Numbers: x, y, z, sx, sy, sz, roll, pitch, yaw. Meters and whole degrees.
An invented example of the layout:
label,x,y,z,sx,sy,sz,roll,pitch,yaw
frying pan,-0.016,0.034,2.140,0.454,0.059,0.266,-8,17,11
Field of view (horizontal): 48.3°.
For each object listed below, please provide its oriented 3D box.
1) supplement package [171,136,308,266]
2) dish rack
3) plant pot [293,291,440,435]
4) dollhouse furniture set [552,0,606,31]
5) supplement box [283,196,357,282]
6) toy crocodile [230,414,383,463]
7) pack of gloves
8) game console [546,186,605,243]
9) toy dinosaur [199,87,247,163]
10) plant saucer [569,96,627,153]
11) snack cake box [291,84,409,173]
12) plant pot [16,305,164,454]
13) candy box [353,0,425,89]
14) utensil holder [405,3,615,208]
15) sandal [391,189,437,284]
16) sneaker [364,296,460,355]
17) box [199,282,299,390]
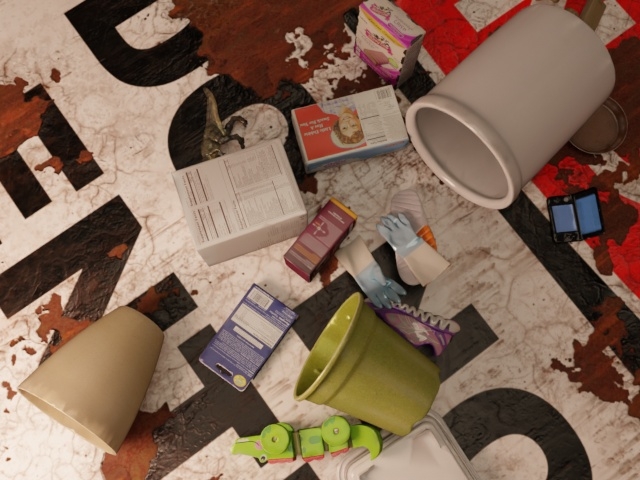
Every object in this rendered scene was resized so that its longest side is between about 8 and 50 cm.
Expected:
label,x,y,z,sx,sy,sz,roll,pitch,yaw
supplement package,-0.184,-0.086,1.689,0.263,0.199,0.198,-19,78,-5
dish rack,0.228,0.580,1.613,0.286,0.072,0.332,-32,81,-8
plant pot,0.118,0.297,1.596,0.254,0.276,0.276,32,79,-6
dollhouse furniture set,0.658,-0.630,1.912,0.151,0.123,0.144,34,77,-29
supplement box,0.000,0.000,1.721,0.081,0.104,0.188,38,79,8
toy crocodile,-0.031,0.457,1.609,0.341,0.115,0.105,-7,77,0
pack of gloves,0.158,0.037,1.678,0.195,0.046,0.232,-40,52,2
game console,0.628,-0.062,1.761,0.107,0.071,0.122,-5,77,-2
toy dinosaur,-0.248,-0.272,1.803,0.118,0.064,0.268,-2,74,6
plant saucer,0.701,-0.298,1.837,0.169,0.029,0.168,0,76,-1
snack cake box,0.072,-0.277,1.793,0.265,0.089,0.152,-14,80,-4
plant pot,-0.481,0.290,1.596,0.257,0.256,0.274,30,63,6
candy box,0.165,-0.490,1.767,0.071,0.233,0.159,-44,81,-10
utensil holder,0.451,-0.317,1.691,0.385,0.327,0.327,-43,81,-12
sandal,0.235,-0.004,1.742,0.102,0.076,0.265,-15,56,17
sneaker,0.205,0.205,1.688,0.237,0.095,0.104,20,85,3
box,-0.171,0.231,1.701,0.136,0.036,0.225,35,78,7
